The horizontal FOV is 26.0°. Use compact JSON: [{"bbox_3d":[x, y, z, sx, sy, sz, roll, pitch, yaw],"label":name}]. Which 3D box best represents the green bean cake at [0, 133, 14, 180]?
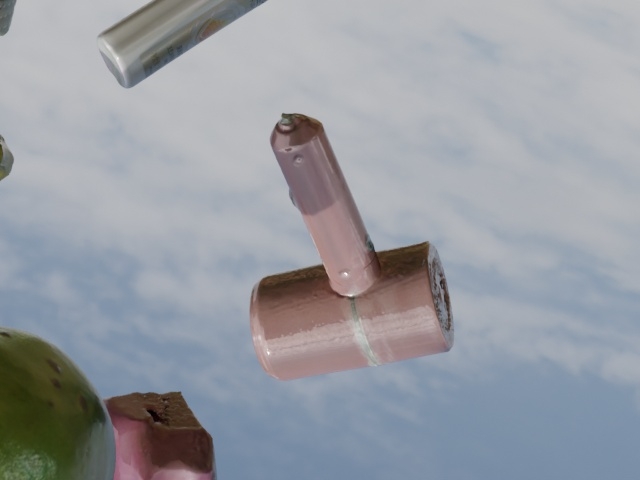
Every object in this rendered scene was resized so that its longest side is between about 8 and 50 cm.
[{"bbox_3d":[-0.505,-0.126,1.628,0.233,0.236,0.124,-35,-160,-21],"label":"green bean cake"}]

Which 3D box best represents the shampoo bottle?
[{"bbox_3d":[-0.107,-0.230,1.337,0.227,0.086,0.056,-34,-97,-12],"label":"shampoo bottle"}]

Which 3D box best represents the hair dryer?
[{"bbox_3d":[0.000,0.000,1.471,0.210,0.352,0.125,-11,-139,14],"label":"hair dryer"}]

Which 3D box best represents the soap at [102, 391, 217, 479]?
[{"bbox_3d":[-0.212,0.326,1.710,0.127,0.325,0.220,-11,-150,-23],"label":"soap"}]

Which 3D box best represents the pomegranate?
[{"bbox_3d":[-0.333,0.177,1.182,0.340,0.260,0.260,35,-153,4],"label":"pomegranate"}]

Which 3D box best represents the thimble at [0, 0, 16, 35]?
[{"bbox_3d":[-0.372,-0.254,1.471,0.084,0.062,0.110,24,-148,8],"label":"thimble"}]
